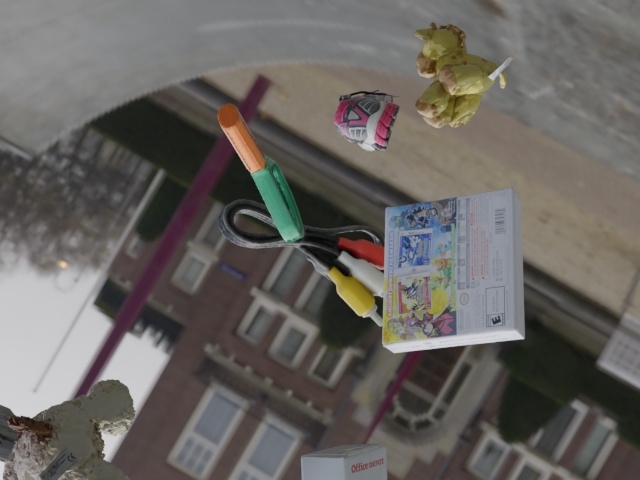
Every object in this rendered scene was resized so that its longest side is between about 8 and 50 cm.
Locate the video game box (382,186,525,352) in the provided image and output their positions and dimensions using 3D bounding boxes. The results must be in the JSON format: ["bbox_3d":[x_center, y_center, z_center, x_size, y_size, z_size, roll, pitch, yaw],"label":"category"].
[{"bbox_3d":[0.176,0.041,1.628,0.187,0.205,0.048,-7,155,23],"label":"video game box"}]

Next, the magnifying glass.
[{"bbox_3d":[-0.060,-0.072,1.290,0.231,0.026,0.092,56,-166,-59],"label":"magnifying glass"}]

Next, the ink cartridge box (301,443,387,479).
[{"bbox_3d":[0.042,0.438,1.959,0.087,0.208,0.153,-3,176,29],"label":"ink cartridge box"}]

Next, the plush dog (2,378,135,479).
[{"bbox_3d":[-0.415,0.349,1.873,0.211,0.225,0.262,17,-134,-30],"label":"plush dog"}]

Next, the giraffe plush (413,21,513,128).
[{"bbox_3d":[0.256,-0.349,2.432,0.170,0.210,0.181,55,-170,25],"label":"giraffe plush"}]

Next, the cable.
[{"bbox_3d":[0.000,0.000,1.729,0.287,0.139,0.072,33,154,-20],"label":"cable"}]

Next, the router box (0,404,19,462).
[{"bbox_3d":[-0.576,0.320,2.091,0.133,0.046,0.179,40,-178,38],"label":"router box"}]

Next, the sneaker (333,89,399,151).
[{"bbox_3d":[0.081,-0.245,2.384,0.112,0.120,0.299,18,-177,-4],"label":"sneaker"}]
